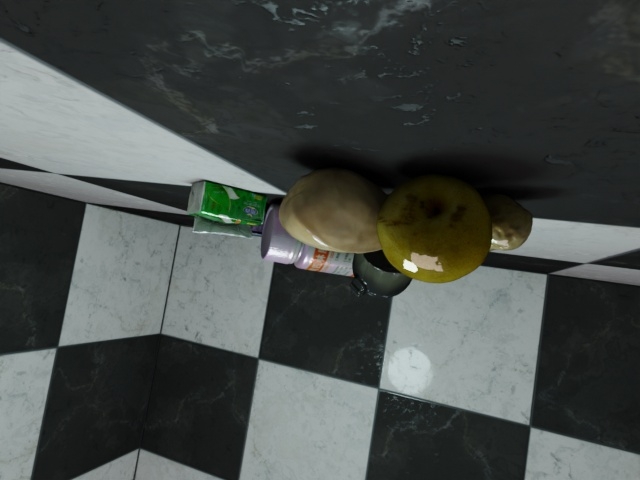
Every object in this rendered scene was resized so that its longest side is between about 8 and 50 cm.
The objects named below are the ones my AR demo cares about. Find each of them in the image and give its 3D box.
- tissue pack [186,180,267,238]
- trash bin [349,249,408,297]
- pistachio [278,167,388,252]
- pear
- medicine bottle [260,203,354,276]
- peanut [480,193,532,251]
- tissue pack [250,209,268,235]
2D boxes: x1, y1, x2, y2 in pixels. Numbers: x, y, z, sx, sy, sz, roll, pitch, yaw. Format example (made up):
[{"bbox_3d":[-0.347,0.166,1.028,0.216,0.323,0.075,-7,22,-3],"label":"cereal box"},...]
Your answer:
[{"bbox_3d":[-0.302,-0.089,1.345,0.209,0.156,0.148,10,178,-33],"label":"tissue pack"},{"bbox_3d":[0.198,0.042,1.244,0.203,0.252,0.301,50,169,16],"label":"trash bin"},{"bbox_3d":[0.047,-0.050,0.888,0.299,0.187,0.188,13,174,-44],"label":"pistachio"},{"bbox_3d":[0.211,-0.016,0.794,0.209,0.208,0.209,9,176,1],"label":"pear"},{"bbox_3d":[0.000,0.000,1.482,0.389,0.219,0.219,11,176,-18],"label":"medicine bottle"},{"bbox_3d":[0.335,-0.034,0.887,0.129,0.129,0.224,11,173,-24],"label":"peanut"},{"bbox_3d":[-0.251,-0.071,1.651,0.362,0.121,0.259,11,180,-44],"label":"tissue pack"}]
